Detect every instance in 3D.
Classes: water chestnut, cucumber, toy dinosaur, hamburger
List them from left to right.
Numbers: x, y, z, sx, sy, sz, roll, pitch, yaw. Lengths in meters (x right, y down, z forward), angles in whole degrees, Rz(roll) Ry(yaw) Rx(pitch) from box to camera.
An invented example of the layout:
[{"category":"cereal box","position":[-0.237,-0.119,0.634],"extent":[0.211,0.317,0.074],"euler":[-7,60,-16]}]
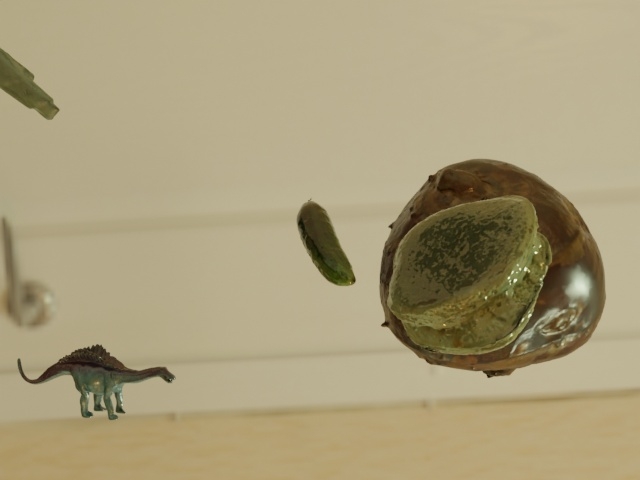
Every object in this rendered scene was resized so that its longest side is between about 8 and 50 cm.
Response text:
[{"category":"toy dinosaur","position":[-0.251,0.157,1.713],"extent":[0.045,0.197,0.080],"euler":[-26,116,-68]},{"category":"cucumber","position":[0.000,0.000,1.599],"extent":[0.168,0.039,0.039],"euler":[-116,-164,-53]},{"category":"hamburger","position":[0.115,0.026,1.196],"extent":[0.062,0.133,0.140],"euler":[57,33,-29]},{"category":"water chestnut","position":[0.165,0.043,1.479],"extent":[0.224,0.223,0.238],"euler":[-85,179,-62]}]

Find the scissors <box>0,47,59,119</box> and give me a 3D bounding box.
[{"category":"scissors","position":[-0.309,-0.202,0.932],"extent":[0.383,0.256,0.029],"euler":[51,-7,2]}]
